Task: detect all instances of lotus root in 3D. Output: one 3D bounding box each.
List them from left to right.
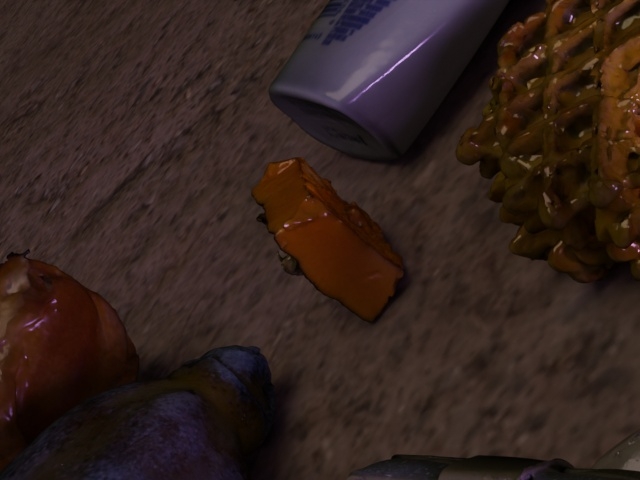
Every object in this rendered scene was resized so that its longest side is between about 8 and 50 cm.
[{"bbox_3d":[-0.114,0.166,0.552,0.158,0.140,0.322,-21,38,46],"label":"lotus root"}]

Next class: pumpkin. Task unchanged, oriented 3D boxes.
[{"bbox_3d":[0.000,0.000,0.640,0.054,0.083,0.074,-43,25,10],"label":"pumpkin"}]

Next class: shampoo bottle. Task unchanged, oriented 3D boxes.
[{"bbox_3d":[0.109,-0.215,0.739,0.359,0.078,0.134,-56,31,-9],"label":"shampoo bottle"}]

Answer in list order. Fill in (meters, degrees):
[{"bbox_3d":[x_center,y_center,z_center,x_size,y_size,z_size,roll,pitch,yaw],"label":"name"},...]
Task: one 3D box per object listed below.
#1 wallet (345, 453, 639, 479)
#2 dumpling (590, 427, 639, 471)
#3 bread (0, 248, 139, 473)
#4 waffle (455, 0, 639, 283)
[{"bbox_3d":[0.070,0.128,0.389,0.155,0.039,0.110,-9,85,52],"label":"wallet"},{"bbox_3d":[0.122,0.091,0.395,0.076,0.057,0.052,-33,-15,-13],"label":"dumpling"},{"bbox_3d":[-0.225,0.180,0.698,0.195,0.149,0.344,-13,44,35],"label":"bread"},{"bbox_3d":[0.152,-0.074,0.507,0.197,0.070,0.193,-3,53,56],"label":"waffle"}]
